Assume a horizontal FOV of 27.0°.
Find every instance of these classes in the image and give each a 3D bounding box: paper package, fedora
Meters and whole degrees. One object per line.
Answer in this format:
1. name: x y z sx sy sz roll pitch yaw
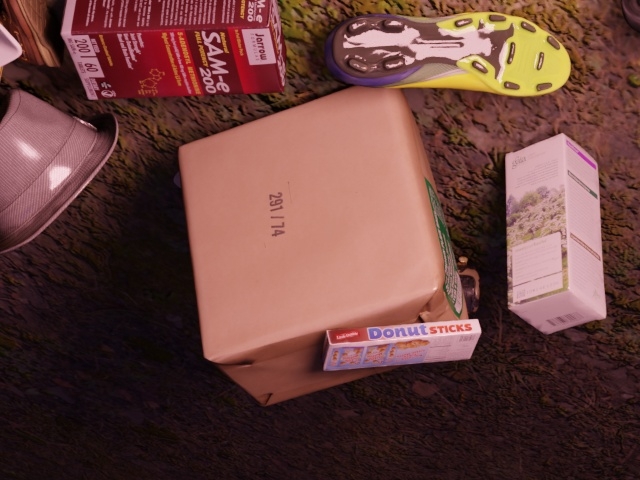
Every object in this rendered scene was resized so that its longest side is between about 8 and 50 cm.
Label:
1. paper package: 0.000 0.000 1.650 0.309 0.325 0.168 -19 147 13
2. fedora: -0.377 -0.102 1.655 0.124 0.244 0.275 45 173 -20

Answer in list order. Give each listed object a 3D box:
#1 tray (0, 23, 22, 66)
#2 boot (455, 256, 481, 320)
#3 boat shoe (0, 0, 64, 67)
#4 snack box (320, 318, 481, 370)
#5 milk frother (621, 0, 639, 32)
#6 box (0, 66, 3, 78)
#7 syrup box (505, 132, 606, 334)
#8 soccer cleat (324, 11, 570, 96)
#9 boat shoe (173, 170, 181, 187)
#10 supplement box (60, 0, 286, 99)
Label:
1. tray: -0.440 -0.180 1.300 0.270 0.030 0.145 -24 133 15
2. boot: 0.093 0.057 1.964 0.284 0.138 0.377 5 154 -1
3. boat shoe: -0.344 -0.257 1.526 0.060 0.064 0.178 -2 153 5
4. snack box: 0.092 0.121 1.535 0.178 0.022 0.064 -4 147 -11
5. milk frother: 0.403 -0.241 1.417 0.129 0.135 0.143 18 164 44
6. box: -0.578 -0.176 1.576 0.279 0.177 0.290 29 141 -36
7. syrup box: 0.303 -0.010 1.728 0.093 0.237 0.096 -21 142 36
8. soccer cleat: 0.146 -0.218 1.558 0.289 0.094 0.121 3 -179 -9
9. boat shoe: -0.151 -0.106 1.800 0.046 0.038 0.125 32 138 -26
10. supplement box: -0.166 -0.231 1.548 0.239 0.073 0.130 -2 150 6
